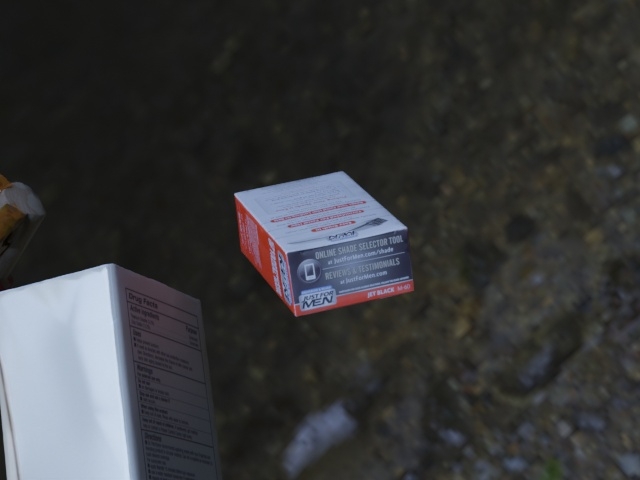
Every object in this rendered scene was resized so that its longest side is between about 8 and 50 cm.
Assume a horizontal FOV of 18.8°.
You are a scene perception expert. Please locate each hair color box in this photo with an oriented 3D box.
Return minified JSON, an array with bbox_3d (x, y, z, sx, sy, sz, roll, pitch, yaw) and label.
[{"bbox_3d":[0.000,0.000,1.439,0.093,0.053,0.167,-12,18,-12],"label":"hair color box"}]

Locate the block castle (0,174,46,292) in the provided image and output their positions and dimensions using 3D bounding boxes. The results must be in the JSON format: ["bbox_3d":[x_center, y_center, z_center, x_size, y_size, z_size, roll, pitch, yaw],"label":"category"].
[{"bbox_3d":[-0.542,-0.037,1.987,0.213,0.453,0.303,-54,-1,26],"label":"block castle"}]

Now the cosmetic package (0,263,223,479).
[{"bbox_3d":[-0.152,0.189,1.467,0.113,0.160,0.309,-15,72,19],"label":"cosmetic package"}]
